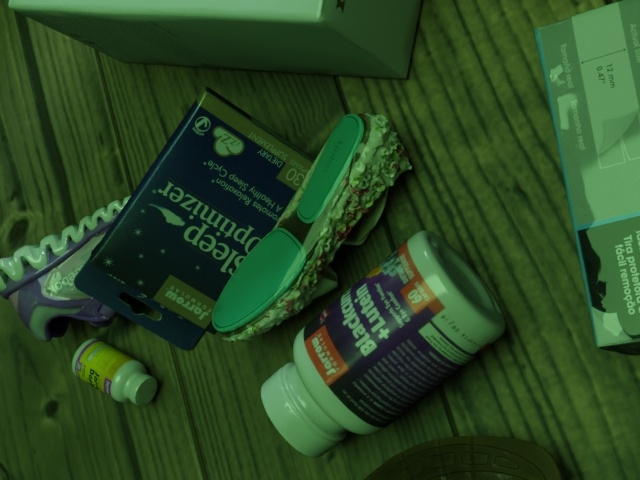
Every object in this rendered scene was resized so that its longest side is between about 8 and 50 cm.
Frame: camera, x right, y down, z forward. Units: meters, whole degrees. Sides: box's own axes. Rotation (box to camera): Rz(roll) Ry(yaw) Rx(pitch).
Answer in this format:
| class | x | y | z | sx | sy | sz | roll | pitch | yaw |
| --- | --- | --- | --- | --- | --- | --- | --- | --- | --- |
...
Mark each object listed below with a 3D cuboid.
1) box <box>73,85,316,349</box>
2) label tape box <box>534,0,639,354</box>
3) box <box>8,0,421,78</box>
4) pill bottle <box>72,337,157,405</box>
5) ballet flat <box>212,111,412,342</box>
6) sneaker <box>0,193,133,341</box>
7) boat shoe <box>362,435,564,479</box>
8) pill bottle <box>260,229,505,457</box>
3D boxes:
| class | x | y | z | sx | sy | sz | roll | pitch | yaw |
| --- | --- | --- | --- | --- | --- | --- | --- | --- | --- |
| box | -0.111 | -0.009 | 0.987 | 0.225 | 0.136 | 0.036 | -54 | 18 | 11 |
| label tape box | 0.347 | -0.073 | 0.752 | 0.347 | 0.115 | 0.249 | -15 | 74 | 27 |
| box | -0.086 | -0.281 | 0.993 | 0.345 | 0.168 | 0.215 | 9 | 85 | 30 |
| pill bottle | -0.199 | 0.130 | 1.052 | 0.083 | 0.043 | 0.043 | 23 | 92 | 30 |
| ballet flat | 0.000 | 0.000 | 0.948 | 0.241 | 0.077 | 0.091 | -54 | 36 | 10 |
| sneaker | -0.207 | 0.025 | 1.054 | 0.236 | 0.095 | 0.105 | -26 | 86 | 15 |
| boat shoe | 0.069 | 0.239 | 0.873 | 0.285 | 0.089 | 0.105 | -22 | 45 | 21 |
| pill bottle | 0.046 | 0.091 | 0.888 | 0.193 | 0.108 | 0.108 | -41 | 65 | 16 |
